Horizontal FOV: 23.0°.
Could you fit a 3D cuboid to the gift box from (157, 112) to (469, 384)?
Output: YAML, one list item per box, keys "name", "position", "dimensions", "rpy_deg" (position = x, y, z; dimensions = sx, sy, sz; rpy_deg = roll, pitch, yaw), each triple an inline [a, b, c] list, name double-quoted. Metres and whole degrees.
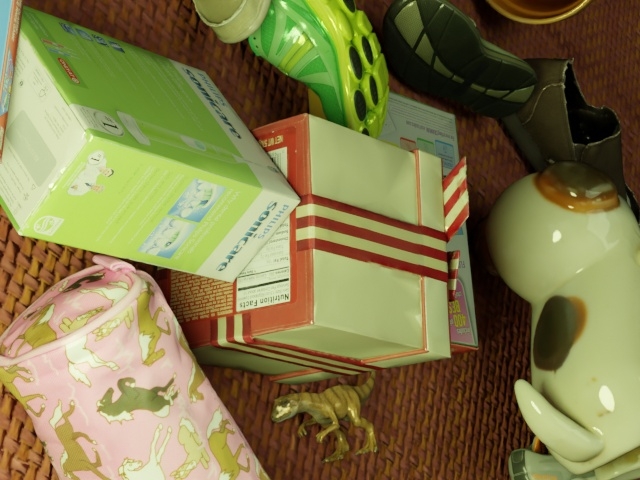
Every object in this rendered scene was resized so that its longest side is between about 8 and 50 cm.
- name: "gift box"
  position: [0.000, 0.000, 1.667]
  dimensions: [0.258, 0.255, 0.276]
  rpy_deg: [18, 71, -47]

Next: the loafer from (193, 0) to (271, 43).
- name: "loafer"
  position: [-0.127, -0.346, 1.753]
  dimensions: [0.092, 0.102, 0.268]
  rpy_deg: [10, 61, -50]

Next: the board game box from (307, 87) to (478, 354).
- name: "board game box"
  position: [0.092, -0.024, 1.955]
  dimensions: [0.242, 0.064, 0.316]
  rpy_deg: [14, 68, -50]

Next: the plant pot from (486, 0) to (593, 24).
- name: "plant pot"
  position: [0.341, -0.423, 2.331]
  dimensions: [0.188, 0.205, 0.205]
  rpy_deg: [-21, 95, -69]

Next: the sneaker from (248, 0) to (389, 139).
- name: "sneaker"
  position: [-0.012, -0.232, 1.830]
  dimensions: [0.109, 0.123, 0.295]
  rpy_deg: [-36, 105, -55]

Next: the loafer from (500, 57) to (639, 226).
- name: "loafer"
  position: [0.389, -0.126, 2.329]
  dimensions: [0.366, 0.130, 0.134]
  rpy_deg: [49, 44, -32]

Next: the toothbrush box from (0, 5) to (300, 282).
- name: "toothbrush box"
  position: [-0.188, -0.089, 1.482]
  dimensions: [0.283, 0.122, 0.206]
  rpy_deg: [13, 33, -50]

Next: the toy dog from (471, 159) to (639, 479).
- name: "toy dog"
  position: [0.353, 0.100, 2.072]
  dimensions: [0.395, 0.284, 0.408]
  rpy_deg: [-7, 66, -29]

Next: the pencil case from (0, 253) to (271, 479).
- name: "pencil case"
  position: [-0.148, 0.204, 1.479]
  dimensions: [0.386, 0.160, 0.167]
  rpy_deg: [59, 31, -20]

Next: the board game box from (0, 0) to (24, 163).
- name: "board game box"
  position: [-0.334, -0.196, 1.385]
  dimensions: [0.027, 0.145, 0.281]
  rpy_deg: [64, 27, -65]

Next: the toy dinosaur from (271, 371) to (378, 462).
- name: "toy dinosaur"
  position: [0.031, 0.190, 1.802]
  dimensions: [0.211, 0.064, 0.112]
  rpy_deg: [-11, 86, -54]

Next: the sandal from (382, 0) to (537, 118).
- name: "sandal"
  position: [0.179, -0.254, 2.133]
  dimensions: [0.303, 0.120, 0.086]
  rpy_deg: [27, 30, -48]

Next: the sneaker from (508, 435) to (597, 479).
- name: "sneaker"
  position: [0.346, 0.303, 2.156]
  dimensions: [0.271, 0.100, 0.108]
  rpy_deg: [-11, 82, -54]
